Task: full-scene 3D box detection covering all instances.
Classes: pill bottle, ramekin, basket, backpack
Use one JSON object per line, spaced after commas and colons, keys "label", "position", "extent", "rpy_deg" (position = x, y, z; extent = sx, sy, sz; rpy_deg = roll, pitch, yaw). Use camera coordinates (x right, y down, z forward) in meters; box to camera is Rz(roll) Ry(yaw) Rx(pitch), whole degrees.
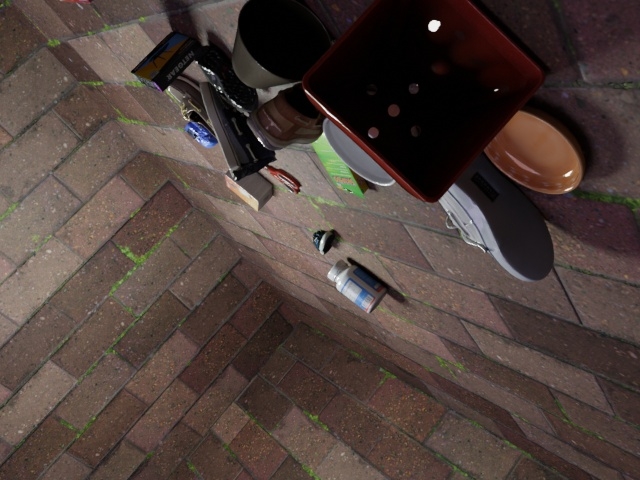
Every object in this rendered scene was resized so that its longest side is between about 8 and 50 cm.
{"label": "pill bottle", "position": [0.142, 0.174, 2.383], "extent": [0.222, 0.124, 0.124], "rpy_deg": [38, 165, 14]}
{"label": "ramekin", "position": [0.117, -0.229, 1.331], "extent": [0.207, 0.109, 0.207], "rpy_deg": [38, 165, 13]}
{"label": "basket", "position": [-0.104, -0.407, 1.305], "extent": [0.205, 0.154, 0.227], "rpy_deg": [27, 175, -19]}
{"label": "backpack", "position": [-0.413, -0.397, 2.185], "extent": [0.120, 0.098, 0.101], "rpy_deg": [45, 161, -10]}

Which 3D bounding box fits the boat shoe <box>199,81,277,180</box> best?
{"label": "boat shoe", "position": [-0.254, -0.360, 1.895], "extent": [0.127, 0.158, 0.340], "rpy_deg": [103, 145, -78]}

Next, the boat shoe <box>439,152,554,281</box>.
{"label": "boat shoe", "position": [0.321, -0.060, 1.261], "extent": [0.367, 0.136, 0.156], "rpy_deg": [46, 164, -7]}

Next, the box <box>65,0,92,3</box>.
{"label": "box", "position": [-0.711, -0.782, 1.768], "extent": [0.257, 0.128, 0.122], "rpy_deg": [25, 158, 45]}

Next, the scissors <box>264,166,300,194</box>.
{"label": "scissors", "position": [-0.185, -0.260, 2.171], "extent": [0.297, 0.021, 0.109], "rpy_deg": [38, 167, 17]}

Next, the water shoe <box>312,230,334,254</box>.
{"label": "water shoe", "position": [0.000, 0.000, 2.339], "extent": [0.080, 0.073, 0.203], "rpy_deg": [41, 165, 9]}

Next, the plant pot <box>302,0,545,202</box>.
{"label": "plant pot", "position": [0.144, -0.236, 1.002], "extent": [0.267, 0.267, 0.236], "rpy_deg": [42, 176, -4]}

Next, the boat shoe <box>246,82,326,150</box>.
{"label": "boat shoe", "position": [-0.036, -0.284, 1.330], "extent": [0.123, 0.116, 0.324], "rpy_deg": [48, -151, -4]}

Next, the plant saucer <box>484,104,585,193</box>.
{"label": "plant saucer", "position": [0.366, -0.162, 1.046], "extent": [0.200, 0.037, 0.200], "rpy_deg": [38, 164, 13]}

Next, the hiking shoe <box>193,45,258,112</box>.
{"label": "hiking shoe", "position": [-0.256, -0.450, 1.717], "extent": [0.227, 0.086, 0.114], "rpy_deg": [47, 178, -2]}

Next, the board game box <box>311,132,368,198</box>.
{"label": "board game box", "position": [0.045, -0.221, 1.673], "extent": [0.124, 0.039, 0.259], "rpy_deg": [28, 158, 42]}

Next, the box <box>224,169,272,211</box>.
{"label": "box", "position": [-0.280, -0.215, 2.384], "extent": [0.170, 0.091, 0.130], "rpy_deg": [39, 165, 7]}

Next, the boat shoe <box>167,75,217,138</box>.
{"label": "boat shoe", "position": [-0.408, -0.441, 2.047], "extent": [0.324, 0.096, 0.116], "rpy_deg": [37, 165, 15]}

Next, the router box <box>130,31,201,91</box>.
{"label": "router box", "position": [-0.444, -0.519, 1.758], "extent": [0.133, 0.179, 0.046], "rpy_deg": [29, 163, 36]}
